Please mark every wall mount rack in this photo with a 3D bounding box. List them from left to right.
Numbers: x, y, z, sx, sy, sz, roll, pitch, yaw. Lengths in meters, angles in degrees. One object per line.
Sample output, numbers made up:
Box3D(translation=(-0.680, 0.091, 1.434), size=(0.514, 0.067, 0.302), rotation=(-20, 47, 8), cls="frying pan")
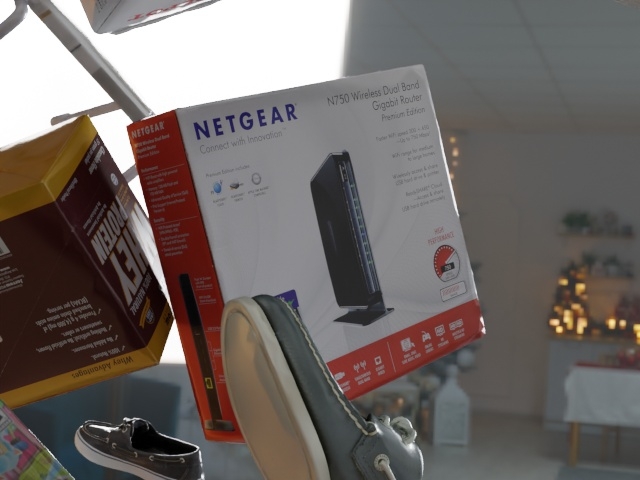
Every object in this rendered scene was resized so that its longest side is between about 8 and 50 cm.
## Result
Box3D(translation=(-0.305, -0.189, 1.192), size=(0.350, 0.130, 0.304), rotation=(50, 2, -31), cls="wall mount rack")

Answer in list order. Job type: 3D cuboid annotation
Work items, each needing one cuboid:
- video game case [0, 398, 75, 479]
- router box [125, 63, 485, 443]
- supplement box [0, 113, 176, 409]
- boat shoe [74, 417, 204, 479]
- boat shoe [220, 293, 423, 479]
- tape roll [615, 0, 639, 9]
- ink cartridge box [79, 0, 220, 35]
Box3D(translation=(-0.263, 0.236, 0.764), size=(0.212, 0.193, 0.023), rotation=(-44, 6, -31), cls="video game case")
Box3D(translation=(0.000, 0.000, 1.051), size=(0.335, 0.301, 0.082), rotation=(-19, 7, -43), cls="router box")
Box3D(translation=(-0.256, 0.026, 0.955), size=(0.191, 0.194, 0.129), rotation=(-18, 28, 16), cls="supplement box")
Box3D(translation=(-0.262, 0.294, 1.551), size=(0.228, 0.076, 0.080), rotation=(17, 20, 33), cls="boat shoe")
Box3D(translation=(0.026, 0.173, 0.781), size=(0.099, 0.320, 0.116), rotation=(-28, 8, -25), cls="boat shoe")
Box3D(translation=(0.315, -0.373, 0.843), size=(0.391, 0.392, 0.072), rotation=(3, 12, -4), cls="tape roll")
Box3D(translation=(-0.084, -0.376, 1.085), size=(0.285, 0.166, 0.395), rotation=(-24, 2, -29), cls="ink cartridge box")
